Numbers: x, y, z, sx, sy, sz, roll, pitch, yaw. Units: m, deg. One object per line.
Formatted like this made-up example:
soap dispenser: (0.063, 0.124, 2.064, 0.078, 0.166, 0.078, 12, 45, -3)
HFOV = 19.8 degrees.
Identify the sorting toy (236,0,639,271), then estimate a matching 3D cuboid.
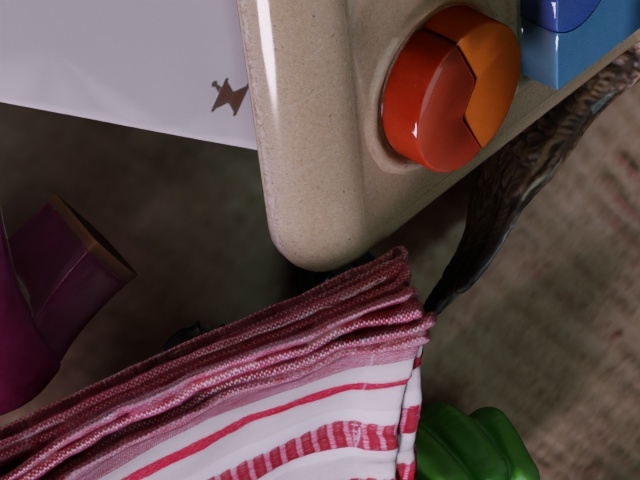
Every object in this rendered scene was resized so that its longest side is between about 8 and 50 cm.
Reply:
sorting toy: (0.065, -0.150, 0.654, 0.229, 0.041, 0.307, -34, 138, -27)

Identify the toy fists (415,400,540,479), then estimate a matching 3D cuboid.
toy fists: (0.017, 0.201, 1.061, 0.279, 0.096, 0.142, -32, 135, -26)

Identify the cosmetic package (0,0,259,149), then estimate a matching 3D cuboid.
cosmetic package: (-0.086, -0.155, 0.650, 0.365, 0.155, 0.197, 5, 114, -50)

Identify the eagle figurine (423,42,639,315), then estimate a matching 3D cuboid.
eagle figurine: (0.148, -0.113, 0.940, 0.298, 0.225, 0.226, -22, 93, 4)

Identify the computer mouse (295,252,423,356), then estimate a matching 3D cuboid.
computer mouse: (0.000, 0.000, 0.920, 0.041, 0.071, 0.242, -38, 137, -16)

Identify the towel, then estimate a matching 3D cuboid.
towel: (-0.062, 0.127, 0.830, 0.237, 0.037, 0.329, -24, 157, -9)

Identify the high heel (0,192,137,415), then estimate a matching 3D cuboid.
high heel: (-0.179, -0.002, 0.734, 0.117, 0.082, 0.244, -44, 146, 1)

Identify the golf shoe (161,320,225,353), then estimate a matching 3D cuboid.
golf shoe: (-0.034, 0.105, 0.968, 0.094, 0.077, 0.198, -49, 139, 14)
